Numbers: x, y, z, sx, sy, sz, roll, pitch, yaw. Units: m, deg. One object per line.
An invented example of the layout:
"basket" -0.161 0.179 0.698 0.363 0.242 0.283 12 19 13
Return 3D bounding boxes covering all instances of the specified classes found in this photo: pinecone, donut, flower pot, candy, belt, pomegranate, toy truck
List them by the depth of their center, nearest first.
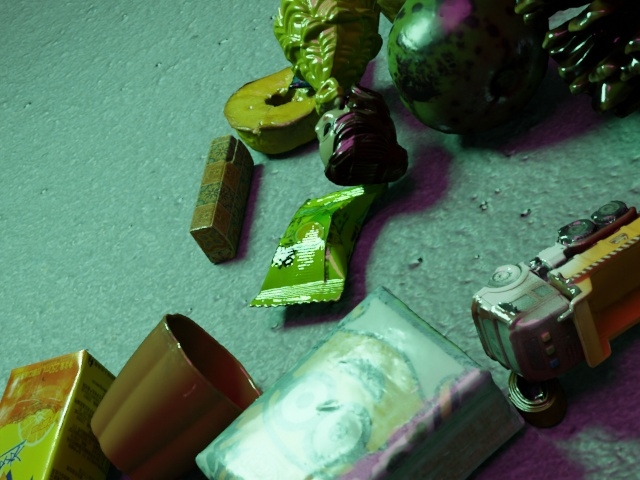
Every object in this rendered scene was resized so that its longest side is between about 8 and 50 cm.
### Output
"toy truck" 0.308 0.052 1.321 0.270 0.114 0.135 -30 28 -14
"belt" 0.241 0.170 1.328 0.059 0.036 0.083 -28 35 9
"pinecone" 0.449 -0.324 1.477 0.398 0.397 0.397 -21 39 18
"flower pot" -0.187 0.213 1.492 0.173 0.190 0.190 -44 37 4
"candy" 0.000 0.000 1.672 0.149 0.069 0.246 -10 42 32
"pomegranate" 0.210 -0.293 1.714 0.242 0.242 0.306 -24 28 13
"donut" -0.058 -0.212 1.944 0.190 0.074 0.174 -32 36 -10

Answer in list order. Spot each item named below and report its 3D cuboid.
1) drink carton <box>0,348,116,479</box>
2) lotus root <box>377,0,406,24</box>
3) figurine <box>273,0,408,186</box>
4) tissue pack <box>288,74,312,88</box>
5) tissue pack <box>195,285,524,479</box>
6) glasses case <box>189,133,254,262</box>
"drink carton" -0.368 0.325 1.526 0.155 0.111 0.351 -17 43 31
"lotus root" 0.184 -0.429 1.919 0.193 0.193 0.291 -43 37 -12
"figurine" 0.026 -0.217 1.738 0.187 0.168 0.315 -40 44 38
"tissue pack" -0.003 -0.290 1.928 0.085 0.028 0.138 -5 42 12
"tissue pack" 0.038 0.226 1.347 0.311 0.128 0.228 -42 37 -8
"glasses case" -0.151 -0.069 1.855 0.049 0.075 0.218 -14 41 20
